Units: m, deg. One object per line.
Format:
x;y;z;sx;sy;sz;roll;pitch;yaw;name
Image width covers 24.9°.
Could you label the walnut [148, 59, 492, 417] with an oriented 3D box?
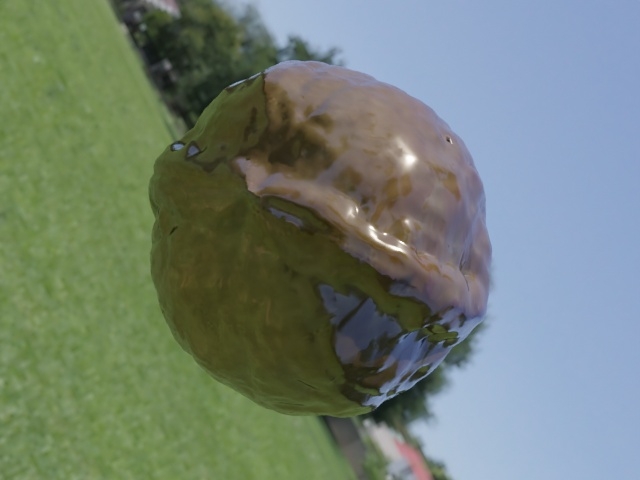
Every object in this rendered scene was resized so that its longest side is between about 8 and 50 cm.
-0.003;-0.002;1.255;0.306;0.306;0.344;63;7;19;walnut
